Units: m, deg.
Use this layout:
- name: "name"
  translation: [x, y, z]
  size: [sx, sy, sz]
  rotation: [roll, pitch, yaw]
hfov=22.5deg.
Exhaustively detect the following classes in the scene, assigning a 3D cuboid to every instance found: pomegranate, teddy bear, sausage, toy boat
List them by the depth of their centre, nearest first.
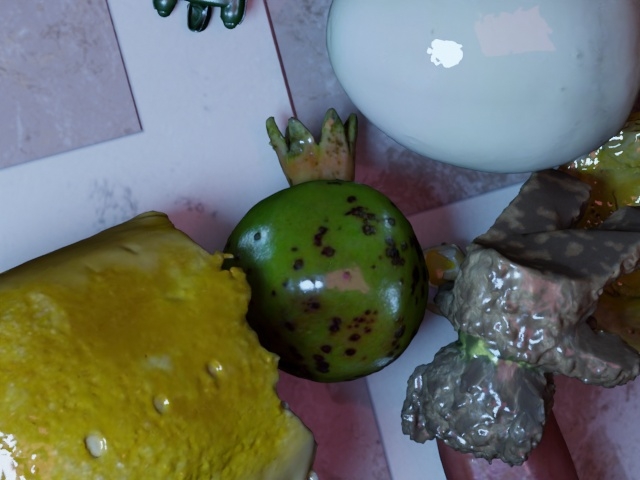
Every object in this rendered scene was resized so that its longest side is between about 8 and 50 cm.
- name: "pomegranate"
  translation: [0.006, 0.004, 1.656]
  size: [0.231, 0.231, 0.286]
  rotation: [3, 91, -14]
- name: "teddy bear"
  translation: [0.230, 0.085, 1.663]
  size: [0.296, 0.246, 0.222]
  rotation: [-32, 135, -44]
- name: "toy boat"
  translation: [-0.115, -0.324, 1.697]
  size: [0.104, 0.052, 0.210]
  rotation: [10, 94, 11]
- name: "sausage"
  translation: [0.207, 0.255, 1.763]
  size: [0.148, 0.148, 0.254]
  rotation: [-27, 96, -12]

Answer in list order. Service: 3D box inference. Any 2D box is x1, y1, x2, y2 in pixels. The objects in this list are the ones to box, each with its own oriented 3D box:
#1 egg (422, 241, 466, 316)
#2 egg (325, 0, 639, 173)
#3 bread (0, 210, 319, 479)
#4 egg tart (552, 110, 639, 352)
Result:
- name: "egg"
  translation: [0.135, 0.045, 1.771]
  size: [0.071, 0.071, 0.083]
  rotation: [-20, 95, -13]
- name: "egg"
  translation: [0.175, -0.207, 1.666]
  size: [0.345, 0.283, 0.283]
  rotation: [-3, 92, -15]
- name: "bread"
  translation: [-0.204, 0.176, 1.501]
  size: [0.394, 0.250, 0.361]
  rotation: [-24, 82, -44]
- name: "egg tart"
  translation: [0.376, -0.006, 1.767]
  size: [0.288, 0.118, 0.288]
  rotation: [-4, 81, 29]
